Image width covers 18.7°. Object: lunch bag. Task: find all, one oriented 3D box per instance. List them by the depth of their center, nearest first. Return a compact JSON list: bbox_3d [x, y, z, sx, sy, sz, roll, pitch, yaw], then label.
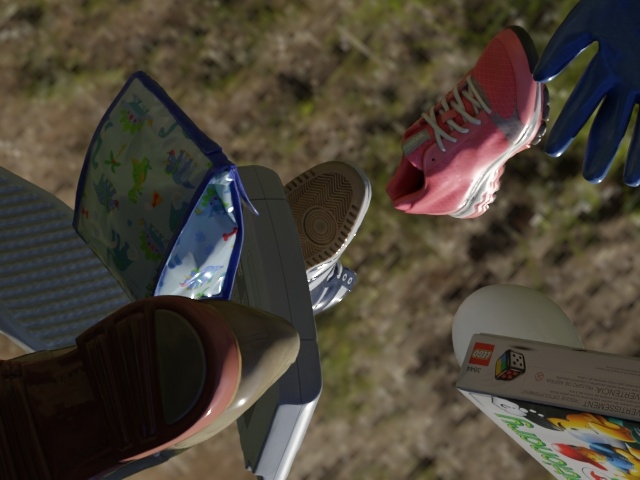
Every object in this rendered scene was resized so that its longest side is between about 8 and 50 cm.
[{"bbox_3d":[-0.118,-0.036,1.494,0.096,0.129,0.151,-19,139,-33],"label":"lunch bag"}]

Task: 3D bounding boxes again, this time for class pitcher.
[{"bbox_3d":[0.245,0.140,2.095,0.177,0.207,0.125,33,96,-37],"label":"pitcher"}]

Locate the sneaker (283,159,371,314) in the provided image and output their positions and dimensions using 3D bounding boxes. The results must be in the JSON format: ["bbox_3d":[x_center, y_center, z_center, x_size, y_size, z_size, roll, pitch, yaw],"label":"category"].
[{"bbox_3d":[0.000,0.000,2.266,0.153,0.099,0.282,-22,154,-51],"label":"sneaker"}]

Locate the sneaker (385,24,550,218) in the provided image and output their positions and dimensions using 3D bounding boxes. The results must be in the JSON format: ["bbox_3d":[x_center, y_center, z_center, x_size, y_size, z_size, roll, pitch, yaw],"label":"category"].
[{"bbox_3d":[0.172,-0.128,2.350,0.136,0.116,0.314,-7,144,-26],"label":"sneaker"}]

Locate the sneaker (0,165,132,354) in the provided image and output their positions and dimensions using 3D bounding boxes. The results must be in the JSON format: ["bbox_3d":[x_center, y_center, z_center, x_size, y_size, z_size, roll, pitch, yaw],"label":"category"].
[{"bbox_3d":[-0.329,0.003,1.855,0.135,0.366,0.150,-50,-171,-26],"label":"sneaker"}]

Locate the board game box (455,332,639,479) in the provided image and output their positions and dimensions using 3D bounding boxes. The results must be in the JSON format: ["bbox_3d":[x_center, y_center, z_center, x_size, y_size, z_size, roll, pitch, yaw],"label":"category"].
[{"bbox_3d":[0.259,0.168,1.529,0.305,0.193,0.053,42,63,-47],"label":"board game box"}]

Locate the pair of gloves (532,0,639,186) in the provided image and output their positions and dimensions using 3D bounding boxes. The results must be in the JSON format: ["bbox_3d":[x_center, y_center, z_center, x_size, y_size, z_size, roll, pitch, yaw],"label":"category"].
[{"bbox_3d":[0.217,-0.083,1.008,0.159,0.198,0.023,-66,171,5],"label":"pair of gloves"}]

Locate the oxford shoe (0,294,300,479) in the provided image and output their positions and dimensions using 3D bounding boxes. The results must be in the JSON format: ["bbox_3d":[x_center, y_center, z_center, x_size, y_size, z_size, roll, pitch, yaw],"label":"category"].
[{"bbox_3d":[-0.162,0.128,1.360,0.348,0.123,0.130,-19,170,35],"label":"oxford shoe"}]

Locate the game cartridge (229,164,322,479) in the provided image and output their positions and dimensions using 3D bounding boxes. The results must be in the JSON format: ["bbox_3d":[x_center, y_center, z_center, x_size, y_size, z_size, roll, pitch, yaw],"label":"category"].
[{"bbox_3d":[-0.058,0.080,2.022,0.062,0.297,0.198,1,144,-19],"label":"game cartridge"}]
